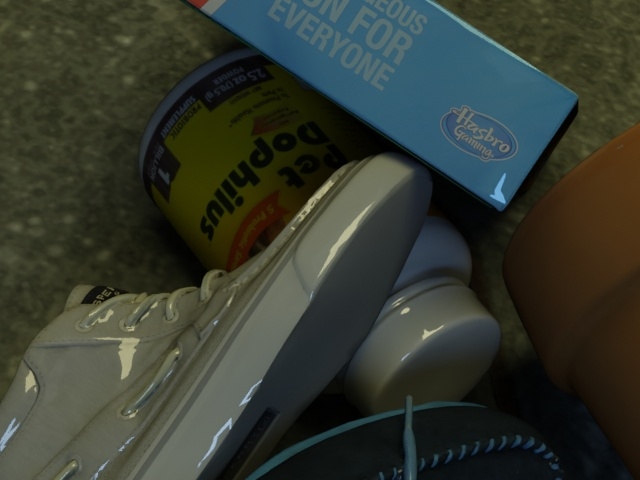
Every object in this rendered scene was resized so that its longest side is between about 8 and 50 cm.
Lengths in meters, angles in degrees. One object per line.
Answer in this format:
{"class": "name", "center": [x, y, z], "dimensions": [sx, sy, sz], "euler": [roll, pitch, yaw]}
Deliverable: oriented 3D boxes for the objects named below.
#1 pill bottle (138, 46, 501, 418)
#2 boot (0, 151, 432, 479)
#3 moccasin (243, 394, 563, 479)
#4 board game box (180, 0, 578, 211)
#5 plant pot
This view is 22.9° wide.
{"class": "pill bottle", "center": [0.000, 0.000, 0.849], "dimensions": [0.117, 0.117, 0.215], "euler": [-19, 52, -31]}
{"class": "boot", "center": [-0.065, 0.045, 0.734], "dimensions": [0.123, 0.095, 0.258], "euler": [33, 81, 23]}
{"class": "moccasin", "center": [-0.018, 0.178, 0.642], "dimensions": [0.342, 0.137, 0.117], "euler": [-28, 19, -28]}
{"class": "board game box", "center": [0.025, -0.113, 0.859], "dimensions": [0.242, 0.064, 0.316], "euler": [34, 8, 5]}
{"class": "plant pot", "center": [0.258, 0.057, 0.766], "dimensions": [0.291, 0.291, 0.203], "euler": [-7, 63, -22]}
